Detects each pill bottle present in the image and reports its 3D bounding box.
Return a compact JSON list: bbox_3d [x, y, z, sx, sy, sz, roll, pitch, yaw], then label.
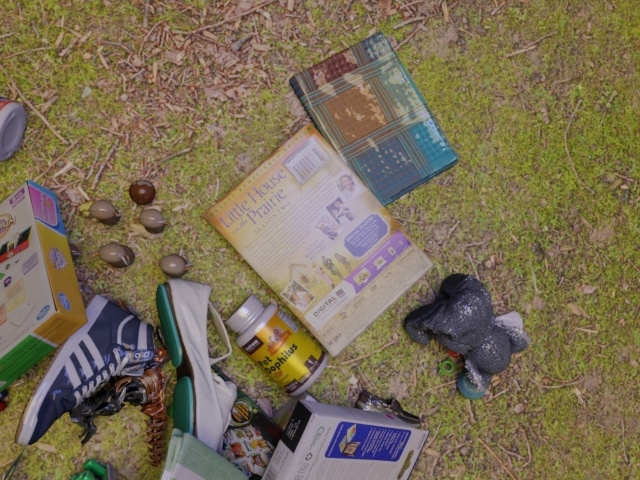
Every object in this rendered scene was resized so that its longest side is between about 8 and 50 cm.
[{"bbox_3d":[-0.708,-0.248,1.062,0.221,0.124,0.124,20,81,-10],"label":"pill bottle"},{"bbox_3d":[-0.095,0.215,1.152,0.215,0.117,0.117,44,78,-5],"label":"pill bottle"}]

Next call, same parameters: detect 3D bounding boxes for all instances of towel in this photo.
[{"bbox_3d":[0.132,-0.279,1.287,0.271,0.040,0.370,-31,92,-14],"label":"towel"},{"bbox_3d":[-0.220,0.494,0.854,0.038,0.248,0.325,-3,49,24],"label":"towel"}]

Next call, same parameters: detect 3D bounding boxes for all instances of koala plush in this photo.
[{"bbox_3d":[0.336,0.207,1.201,0.196,0.203,0.221,-41,94,-12],"label":"koala plush"}]

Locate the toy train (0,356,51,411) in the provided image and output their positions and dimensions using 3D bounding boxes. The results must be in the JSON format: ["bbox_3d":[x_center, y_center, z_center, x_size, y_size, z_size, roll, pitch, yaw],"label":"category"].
[{"bbox_3d":[-0.638,0.285,1.016,0.248,0.143,0.105,-30,92,-13],"label":"toy train"}]

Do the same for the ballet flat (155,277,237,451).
[{"bbox_3d":[-0.229,0.258,1.076,0.139,0.139,0.400,-10,69,-13],"label":"ballet flat"}]

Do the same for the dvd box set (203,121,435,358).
[{"bbox_3d":[0.000,0.000,1.203,0.307,0.062,0.420,-43,94,-5],"label":"dvd box set"}]

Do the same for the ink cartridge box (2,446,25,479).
[{"bbox_3d":[-0.621,0.502,0.985,0.056,0.171,0.235,21,81,-15],"label":"ink cartridge box"}]

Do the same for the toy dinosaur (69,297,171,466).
[{"bbox_3d":[-0.384,0.282,1.077,0.218,0.164,0.322,-21,67,-29],"label":"toy dinosaur"}]

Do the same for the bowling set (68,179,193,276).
[{"bbox_3d":[-0.393,-0.035,1.093,0.287,0.154,0.200,5,84,-12],"label":"bowling set"}]

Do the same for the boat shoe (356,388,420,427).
[{"bbox_3d":[0.157,0.374,1.222,0.152,0.056,0.049,20,86,-9],"label":"boat shoe"}]

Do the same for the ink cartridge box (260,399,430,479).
[{"bbox_3d":[0.065,0.430,1.102,0.371,0.069,0.176,24,91,-39],"label":"ink cartridge box"}]

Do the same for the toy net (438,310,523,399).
[{"bbox_3d":[0.382,0.254,1.292,0.122,0.045,0.232,35,74,23],"label":"toy net"}]

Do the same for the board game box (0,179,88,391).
[{"bbox_3d":[-0.550,0.079,0.971,0.242,0.064,0.317,-37,57,9],"label":"board game box"}]

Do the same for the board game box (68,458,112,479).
[{"bbox_3d":[-0.498,0.594,0.892,0.390,0.390,0.050,-46,111,-12],"label":"board game box"}]

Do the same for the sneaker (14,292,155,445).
[{"bbox_3d":[-0.390,0.236,0.953,0.153,0.099,0.282,29,48,-14],"label":"sneaker"}]

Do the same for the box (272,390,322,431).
[{"bbox_3d":[-0.058,0.422,1.142,0.103,0.114,0.203,41,77,-6],"label":"box"}]

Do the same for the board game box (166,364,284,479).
[{"bbox_3d":[-0.180,0.374,1.098,0.259,0.030,0.136,36,80,26],"label":"board game box"}]
